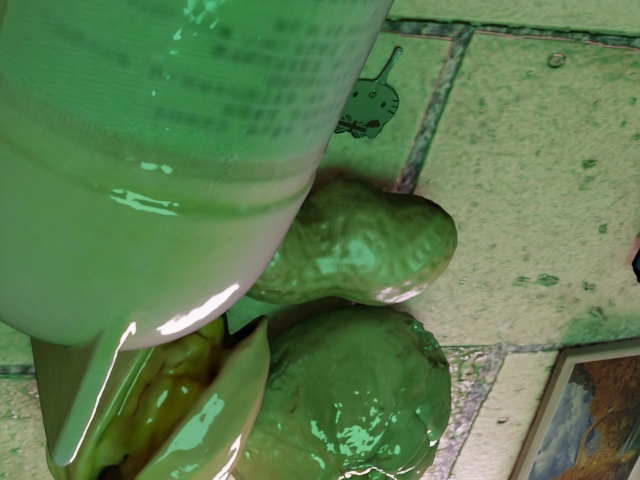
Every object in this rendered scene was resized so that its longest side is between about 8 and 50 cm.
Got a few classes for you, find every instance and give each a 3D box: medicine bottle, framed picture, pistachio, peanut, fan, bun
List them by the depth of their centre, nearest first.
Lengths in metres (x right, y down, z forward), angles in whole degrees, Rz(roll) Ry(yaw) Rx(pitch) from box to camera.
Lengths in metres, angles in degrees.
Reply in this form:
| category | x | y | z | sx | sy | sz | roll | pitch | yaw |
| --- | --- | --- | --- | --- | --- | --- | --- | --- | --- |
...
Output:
| category | x | y | z | sx | sy | sz | roll | pitch | yaw |
| --- | --- | --- | --- | --- | --- | --- | --- | --- | --- |
| medicine bottle | -0.110 | -0.085 | 0.687 | 0.236 | 0.236 | 0.406 | 8 | 124 | -30 |
| fan | 0.040 | -0.113 | 0.892 | 0.056 | 0.004 | 0.083 | 13 | 121 | -32 |
| peanut | 0.000 | 0.001 | 0.916 | 0.228 | 0.085 | 0.104 | 0 | 118 | -23 |
| pistachio | -0.123 | 0.132 | 0.931 | 0.157 | 0.157 | 0.229 | 18 | 115 | -35 |
| bun | 0.022 | 0.161 | 1.022 | 0.220 | 0.134 | 0.220 | -17 | 136 | -17 |
| framed picture | 0.305 | 0.201 | 1.270 | 0.184 | 0.016 | 0.250 | -4 | 129 | -23 |

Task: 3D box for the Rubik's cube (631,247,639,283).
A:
| category | x | y | z | sx | sy | sz | roll | pitch | yaw |
| --- | --- | --- | --- | --- | --- | --- | --- | --- | --- |
| Rubik's cube | 0.499 | 0.009 | 1.018 | 0.293 | 0.283 | 0.288 | 2 | 126 | -24 |
